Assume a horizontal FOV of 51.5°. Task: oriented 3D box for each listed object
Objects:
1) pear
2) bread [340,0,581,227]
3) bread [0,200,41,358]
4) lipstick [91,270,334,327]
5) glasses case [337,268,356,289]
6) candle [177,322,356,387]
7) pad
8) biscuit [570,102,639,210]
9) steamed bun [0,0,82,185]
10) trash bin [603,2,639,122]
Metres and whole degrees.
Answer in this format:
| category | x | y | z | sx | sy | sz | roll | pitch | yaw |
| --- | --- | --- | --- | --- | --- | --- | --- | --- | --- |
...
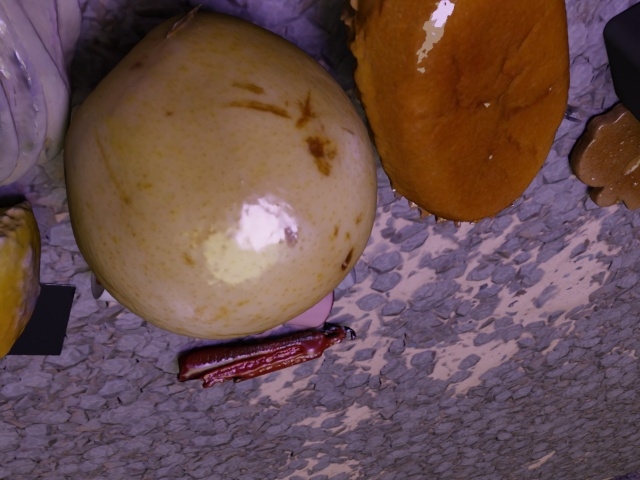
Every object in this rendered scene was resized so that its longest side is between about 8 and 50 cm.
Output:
| category | x | y | z | sx | sy | sz | roll | pitch | yaw |
| --- | --- | --- | --- | --- | --- | --- | --- | --- | --- |
| pear | -0.099 | -0.057 | 0.649 | 0.309 | 0.309 | 0.309 | -12 | 138 | -10 |
| bread | 0.144 | -0.169 | 0.704 | 0.236 | 0.183 | 0.388 | -30 | 138 | 7 |
| bread | -0.397 | 0.044 | 0.723 | 0.171 | 0.197 | 0.197 | 9 | 132 | -16 |
| lipstick | -0.138 | 0.060 | 0.909 | 0.327 | 0.087 | 0.087 | 12 | 129 | -32 |
| glasses case | 0.000 | 0.000 | 0.909 | 0.049 | 0.076 | 0.197 | -26 | 138 | 9 |
| candle | -0.086 | 0.185 | 1.090 | 0.302 | 0.059 | 0.084 | -14 | 148 | -9 |
| pad | -0.465 | 0.106 | 0.888 | 0.243 | 0.004 | 0.163 | 6 | 132 | -28 |
| biscuit | 0.459 | -0.123 | 0.996 | 0.226 | 0.036 | 0.166 | 18 | 126 | -32 |
| steamed bun | -0.332 | -0.134 | 0.530 | 0.280 | 0.207 | 0.268 | 23 | 123 | -41 |
| trash bin | 0.455 | -0.173 | 0.783 | 0.122 | 0.240 | 0.164 | -31 | 140 | 11 |
